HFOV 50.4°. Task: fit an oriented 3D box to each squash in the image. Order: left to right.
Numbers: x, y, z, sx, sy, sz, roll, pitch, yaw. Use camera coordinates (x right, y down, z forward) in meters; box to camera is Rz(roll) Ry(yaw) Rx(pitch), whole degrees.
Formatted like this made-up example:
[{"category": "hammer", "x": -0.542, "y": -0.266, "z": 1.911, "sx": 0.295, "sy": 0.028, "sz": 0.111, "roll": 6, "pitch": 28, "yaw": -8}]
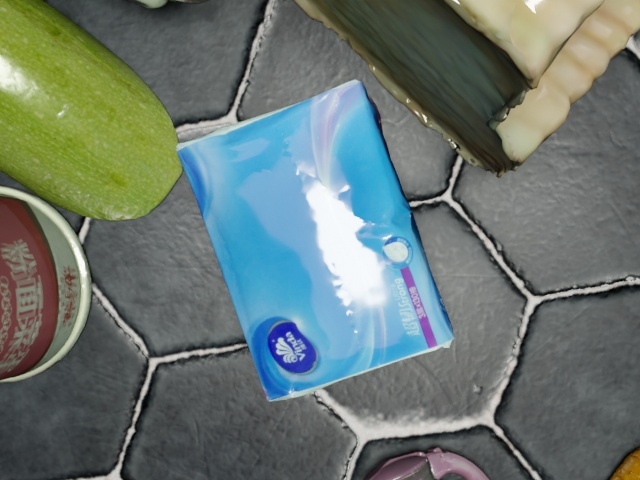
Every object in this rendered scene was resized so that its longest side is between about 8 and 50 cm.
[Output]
[{"category": "squash", "x": -0.299, "y": -0.147, "z": 0.773, "sx": 0.260, "sy": 0.189, "sz": 0.189, "roll": 35, "pitch": 96, "yaw": -33}]

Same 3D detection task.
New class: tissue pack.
[{"category": "tissue pack", "x": 0.000, "y": 0.000, "z": 0.690, "sx": 0.198, "sy": 0.146, "sz": 0.263, "roll": -19, "pitch": 91, "yaw": 6}]

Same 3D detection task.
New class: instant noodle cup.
[{"category": "instant noodle cup", "x": -0.386, "y": 0.060, "z": 0.709, "sx": 0.234, "sy": 0.178, "sz": 0.235, "roll": 1, "pitch": 95, "yaw": 5}]

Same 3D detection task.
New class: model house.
[{"category": "model house", "x": 0.150, "y": -0.323, "z": 0.518, "sx": 0.400, "sy": 0.445, "sz": 0.395, "roll": -44, "pitch": 86, "yaw": 7}]

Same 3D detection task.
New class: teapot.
[{"category": "teapot", "x": 0.114, "y": 0.294, "z": 0.712, "sx": 0.148, "sy": 0.116, "sz": 0.146, "roll": -25, "pitch": 80, "yaw": 10}]

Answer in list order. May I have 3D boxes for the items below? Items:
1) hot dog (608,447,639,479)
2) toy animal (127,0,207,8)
[{"category": "hot dog", "x": 0.325, "y": 0.299, "z": 0.725, "sx": 0.071, "sy": 0.045, "sz": 0.165, "roll": 32, "pitch": 94, "yaw": 1}, {"category": "toy animal", "x": -0.216, "y": -0.276, "z": 0.679, "sx": 0.217, "sy": 0.176, "sz": 0.073, "roll": 20, "pitch": 124, "yaw": 5}]
